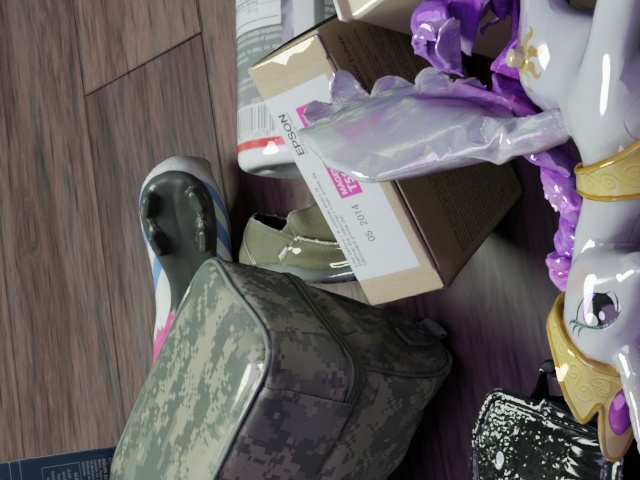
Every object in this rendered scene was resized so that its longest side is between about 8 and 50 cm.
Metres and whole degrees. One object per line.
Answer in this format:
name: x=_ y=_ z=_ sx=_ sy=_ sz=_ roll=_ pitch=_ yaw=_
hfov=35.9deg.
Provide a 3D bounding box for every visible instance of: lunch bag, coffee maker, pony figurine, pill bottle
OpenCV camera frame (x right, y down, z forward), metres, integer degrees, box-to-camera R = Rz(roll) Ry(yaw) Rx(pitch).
lunch bag: x=-0.032 y=0.194 z=0.957 sx=0.305 sy=0.256 sz=0.212 roll=-65 pitch=31 yaw=16
coffee maker: x=0.231 y=0.179 z=0.777 sx=0.171 sy=0.178 sz=0.120 roll=43 pitch=118 yaw=36
pony figurine: x=0.153 y=-0.100 z=0.590 sx=0.351 sy=0.303 sz=0.363 roll=-107 pitch=17 yaw=-60
pill bottle: x=-0.006 y=-0.211 z=1.009 sx=0.161 sy=0.161 sz=0.283 roll=-3 pitch=86 yaw=41

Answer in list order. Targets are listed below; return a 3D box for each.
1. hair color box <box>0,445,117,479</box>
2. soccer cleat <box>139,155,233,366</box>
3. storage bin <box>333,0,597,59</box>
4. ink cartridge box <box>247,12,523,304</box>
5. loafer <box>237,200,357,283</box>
hair color box: x=-0.248 y=0.280 z=1.077 sx=0.174 sy=0.347 sz=0.105 roll=-18 pitch=77 yaw=40
soccer cleat: x=-0.139 y=0.058 z=1.165 sx=0.116 sy=0.143 sz=0.331 roll=-1 pitch=109 yaw=5
storage bin: x=0.111 y=-0.301 z=0.846 sx=0.123 sy=0.262 sz=0.260 roll=-28 pitch=71 yaw=39
ink cartridge box: x=0.066 y=-0.092 z=0.867 sx=0.088 sy=0.193 sz=0.234 roll=-17 pitch=106 yaw=40
loafer: x=0.000 y=0.000 z=1.040 sx=0.251 sy=0.094 sz=0.087 roll=-4 pitch=90 yaw=41
